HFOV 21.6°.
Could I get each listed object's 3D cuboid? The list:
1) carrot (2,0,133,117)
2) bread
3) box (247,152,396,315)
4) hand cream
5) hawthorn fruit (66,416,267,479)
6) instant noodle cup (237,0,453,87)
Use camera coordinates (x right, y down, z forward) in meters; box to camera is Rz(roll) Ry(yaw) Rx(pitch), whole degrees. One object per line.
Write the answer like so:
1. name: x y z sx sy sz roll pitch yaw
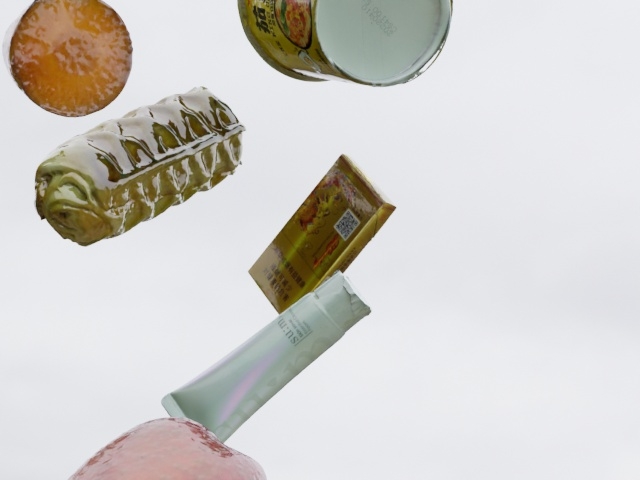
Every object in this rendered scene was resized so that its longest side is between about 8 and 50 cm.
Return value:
1. carrot: -0.352 -0.241 2.161 0.159 0.159 0.225 27 -7 -27
2. bread: -0.173 -0.070 1.601 0.087 0.098 0.269 15 26 27
3. box: 0.000 0.000 1.617 0.022 0.156 0.089 24 19 -47
4. hand cream: -0.046 0.107 1.497 0.078 0.205 0.050 52 2 27
5. hawthorn fruit: -0.091 0.171 0.929 0.133 0.138 0.133 20 -55 32
6. instant noodle cup: 0.030 -0.224 1.562 0.182 0.182 0.144 28 3 -29
